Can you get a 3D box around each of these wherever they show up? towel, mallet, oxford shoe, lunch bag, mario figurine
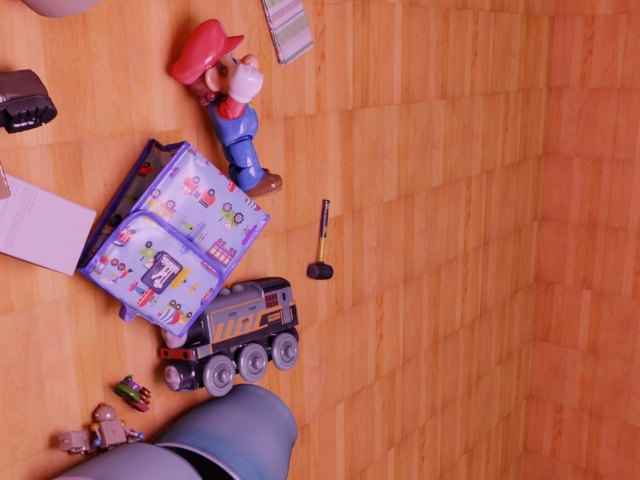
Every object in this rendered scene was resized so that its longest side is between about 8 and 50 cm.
[{"bbox_3d":[-0.069,-0.452,1.496,0.113,0.023,0.152,-46,130,-39],"label":"towel"},{"bbox_3d":[0.000,0.000,1.688,0.062,0.039,0.189,-7,99,-50],"label":"mallet"},{"bbox_3d":[-0.485,-0.189,0.981,0.227,0.083,0.096,-19,82,-40],"label":"oxford shoe"},{"bbox_3d":[-0.264,0.008,1.250,0.221,0.138,0.293,42,70,-36],"label":"lunch bag"},{"bbox_3d":[-0.136,-0.242,1.308,0.170,0.198,0.320,-43,124,-45],"label":"mario figurine"}]

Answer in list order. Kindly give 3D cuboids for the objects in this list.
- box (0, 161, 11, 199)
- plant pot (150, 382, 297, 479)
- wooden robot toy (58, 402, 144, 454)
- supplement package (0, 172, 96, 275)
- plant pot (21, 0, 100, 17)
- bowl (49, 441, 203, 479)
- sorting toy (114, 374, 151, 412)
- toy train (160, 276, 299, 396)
[{"bbox_3d":[-0.496,-0.130,0.898,0.165,0.021,0.201,-15,106,-13],"label":"box"},{"bbox_3d":[-0.175,0.419,1.389,0.255,0.272,0.271,-46,134,-56],"label":"plant pot"},{"bbox_3d":[-0.382,0.323,1.256,0.173,0.076,0.079,11,55,-53],"label":"wooden robot toy"},{"bbox_3d":[-0.437,-0.029,1.043,0.179,0.105,0.105,31,73,-50],"label":"supplement package"},{"bbox_3d":[-0.377,-0.438,0.936,0.256,0.257,0.274,-58,154,-26],"label":"plant pot"},{"bbox_3d":[-0.300,0.463,1.214,0.163,0.312,0.311,-48,135,-56],"label":"bowl"},{"bbox_3d":[-0.331,0.267,1.294,0.042,0.061,0.102,-57,161,-28],"label":"sorting toy"},{"bbox_3d":[-0.173,0.184,1.430,0.334,0.142,0.190,-12,95,-48],"label":"toy train"}]
